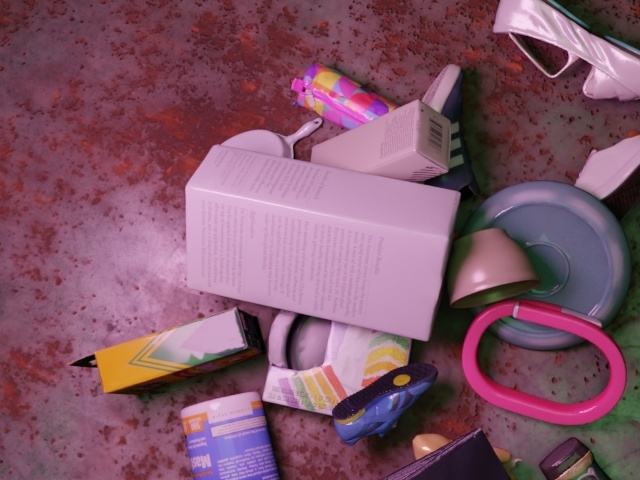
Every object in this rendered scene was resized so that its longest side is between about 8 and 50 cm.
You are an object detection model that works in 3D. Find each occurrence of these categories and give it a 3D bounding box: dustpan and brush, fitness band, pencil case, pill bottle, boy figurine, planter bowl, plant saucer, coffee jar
[{"bbox_3d":[-0.087,-0.180,1.909,0.211,0.060,0.147,-38,66,5],"label":"dustpan and brush"},{"bbox_3d":[0.399,0.219,1.746,0.291,0.054,0.209,16,108,10],"label":"fitness band"},{"bbox_3d":[0.063,-0.254,1.878,0.236,0.104,0.104,28,84,10],"label":"pencil case"},{"bbox_3d":[-0.153,0.421,1.759,0.152,0.152,0.272,-14,79,3],"label":"pill bottle"},{"bbox_3d":[0.281,0.446,1.743,0.285,0.092,0.177,30,85,11],"label":"boy figurine"},{"bbox_3d":[0.290,0.043,1.702,0.162,0.162,0.109,-15,75,3],"label":"planter bowl"},{"bbox_3d":[0.399,0.050,1.767,0.318,0.044,0.317,2,99,16],"label":"plant saucer"},{"bbox_3d":[0.477,0.443,1.728,0.096,0.079,0.184,-39,80,1],"label":"coffee jar"}]

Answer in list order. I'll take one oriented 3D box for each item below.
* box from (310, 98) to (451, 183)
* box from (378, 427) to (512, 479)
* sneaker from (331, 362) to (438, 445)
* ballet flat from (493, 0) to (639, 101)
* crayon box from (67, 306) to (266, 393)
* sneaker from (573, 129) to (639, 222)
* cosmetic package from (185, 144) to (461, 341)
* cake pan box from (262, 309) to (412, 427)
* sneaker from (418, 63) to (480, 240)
[{"bbox_3d":[0.103,-0.148,1.772,0.275,0.094,0.113,-18,56,44],"label":"box"},{"bbox_3d":[0.135,0.481,1.592,0.296,0.294,0.182,-39,77,39],"label":"box"},{"bbox_3d":[0.121,0.293,1.740,0.209,0.069,0.082,-28,116,-10],"label":"sneaker"},{"bbox_3d":[0.501,-0.346,1.847,0.400,0.139,0.139,35,86,14],"label":"ballet flat"},{"bbox_3d":[-0.273,0.214,1.783,0.318,0.202,0.081,-18,79,4],"label":"crayon box"},{"bbox_3d":[0.512,-0.087,1.821,0.290,0.106,0.123,-42,37,9],"label":"sneaker"},{"bbox_3d":[0.000,0.000,1.725,0.453,0.161,0.230,13,127,9],"label":"cosmetic package"},{"bbox_3d":[0.035,0.205,1.821,0.267,0.070,0.245,12,80,8],"label":"cake pan box"},{"bbox_3d":[0.241,-0.156,1.841,0.148,0.131,0.350,18,81,-7],"label":"sneaker"}]
